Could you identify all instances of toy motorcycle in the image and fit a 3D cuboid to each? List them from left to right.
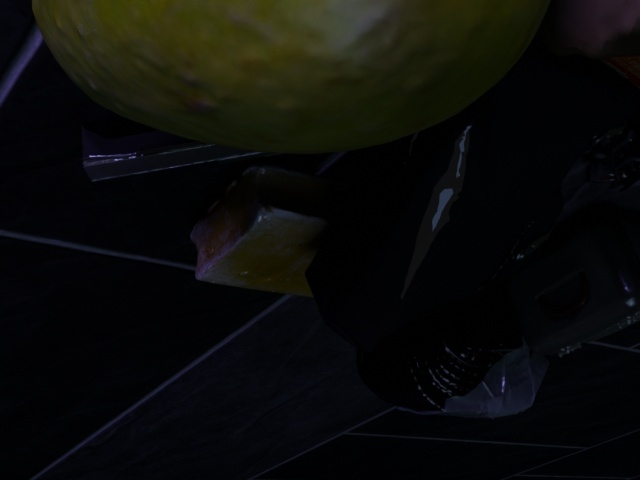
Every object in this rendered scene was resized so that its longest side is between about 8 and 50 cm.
[{"bbox_3d":[0.366,-0.093,0.901,0.122,0.080,0.215,-8,170,-2],"label":"toy motorcycle"}]

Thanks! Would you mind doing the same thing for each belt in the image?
[{"bbox_3d":[0.203,0.159,1.212,0.289,0.184,0.164,10,164,-34],"label":"belt"}]

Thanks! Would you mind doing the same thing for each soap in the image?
[{"bbox_3d":[0.000,0.000,0.984,0.257,0.080,0.160,11,145,-33],"label":"soap"}]

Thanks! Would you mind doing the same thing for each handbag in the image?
[{"bbox_3d":[0.160,-0.055,0.847,0.288,0.152,0.342,-9,141,-31],"label":"handbag"}]

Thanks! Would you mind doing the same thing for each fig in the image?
[{"bbox_3d":[-0.037,-0.165,0.488,0.326,0.258,0.258,-13,155,33],"label":"fig"}]

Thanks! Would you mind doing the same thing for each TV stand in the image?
[{"bbox_3d":[-0.093,-0.103,0.796,0.256,0.049,0.040,-9,151,0],"label":"TV stand"}]

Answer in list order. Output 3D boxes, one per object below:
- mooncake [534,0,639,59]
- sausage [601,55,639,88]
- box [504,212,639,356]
[{"bbox_3d":[0.188,-0.218,0.493,0.124,0.228,0.228,-9,153,-19],"label":"mooncake"},{"bbox_3d":[0.281,-0.177,0.747,0.264,0.083,0.083,17,142,-42],"label":"sausage"},{"bbox_3d":[0.366,0.062,1.153,0.129,0.148,0.210,0,154,-35],"label":"box"}]
